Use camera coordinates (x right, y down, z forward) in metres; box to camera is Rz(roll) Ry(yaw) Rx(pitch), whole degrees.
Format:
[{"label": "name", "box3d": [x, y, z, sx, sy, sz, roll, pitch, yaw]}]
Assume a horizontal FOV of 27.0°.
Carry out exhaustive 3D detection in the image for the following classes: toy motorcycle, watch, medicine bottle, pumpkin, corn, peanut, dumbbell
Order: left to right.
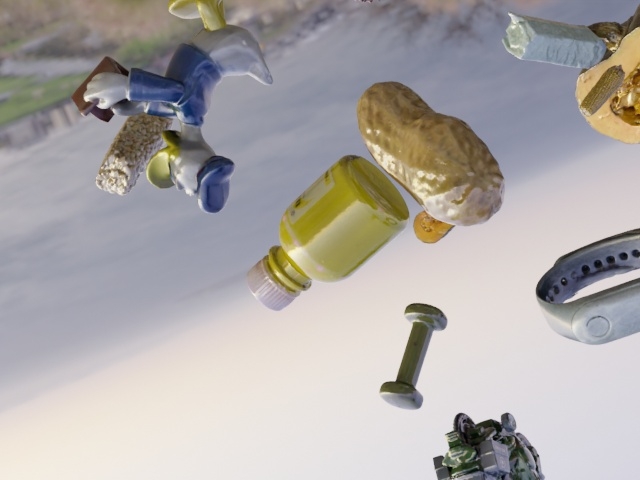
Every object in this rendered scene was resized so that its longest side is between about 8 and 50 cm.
[{"label": "medicine bottle", "box3d": [0.000, 0.000, 1.688, 0.212, 0.122, 0.122, -42, 171, 21]}, {"label": "dumbbell", "box3d": [0.103, 0.128, 1.472, 0.046, 0.118, 0.052, 5, 156, 34]}, {"label": "peanut", "box3d": [0.121, -0.102, 1.490, 0.095, 0.226, 0.108, -22, 138, -27]}, {"label": "pumpkin", "box3d": [0.176, -0.030, 1.950, 0.083, 0.050, 0.028, -37, 170, 20]}, {"label": "toy motorcycle", "box3d": [0.272, 0.358, 2.000, 0.125, 0.187, 0.275, -26, 149, 28]}, {"label": "corn", "box3d": [0.361, -0.193, 1.700, 0.083, 0.027, 0.028, -50, 173, -13]}, {"label": "watch", "box3d": [0.358, 0.047, 1.577, 0.206, 0.068, 0.193, -24, -162, 10]}, {"label": "pumpkin", "box3d": [0.548, -0.309, 2.246, 0.139, 0.222, 0.317, -48, 178, -29]}]

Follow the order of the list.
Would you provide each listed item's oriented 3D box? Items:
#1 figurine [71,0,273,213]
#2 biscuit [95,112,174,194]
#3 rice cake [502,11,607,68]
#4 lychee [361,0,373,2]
[{"label": "figurine", "box3d": [-0.204, -0.197, 1.864, 0.284, 0.338, 0.204, -14, 168, -4]}, {"label": "biscuit", "box3d": [-0.277, -0.138, 1.988, 0.082, 0.070, 0.168, -63, -178, 43]}, {"label": "rice cake", "box3d": [0.381, -0.322, 2.171, 0.206, 0.069, 0.063, -1, 128, -41]}, {"label": "lychee", "box3d": [0.057, -0.324, 1.473, 0.129, 0.123, 0.123, -38, -175, -27]}]
